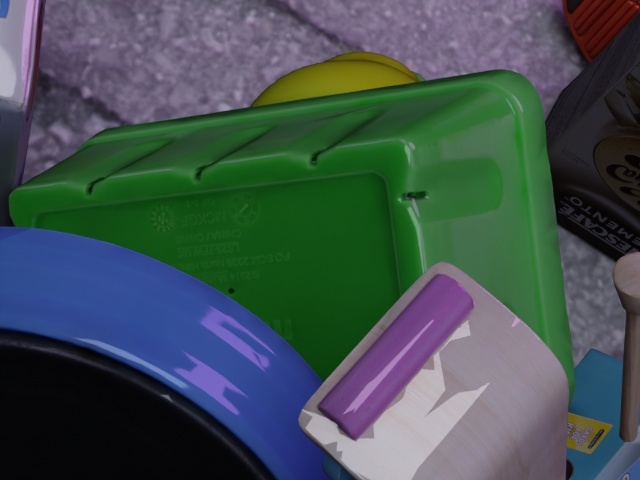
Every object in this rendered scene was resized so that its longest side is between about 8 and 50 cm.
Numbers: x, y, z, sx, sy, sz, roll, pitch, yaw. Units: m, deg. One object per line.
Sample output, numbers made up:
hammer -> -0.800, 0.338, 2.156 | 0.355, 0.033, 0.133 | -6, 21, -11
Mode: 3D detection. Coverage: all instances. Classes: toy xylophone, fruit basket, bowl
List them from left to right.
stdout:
bowl -> -0.165, 0.170, 0.956 | 0.391, 0.391, 0.077 | 26, 37, -4
fruit basket -> 0.000, 0.000, 1.100 | 0.392, 0.392, 0.282 | -8, 92, -14
toy xylophone -> 0.091, 0.126, 0.854 | 0.081, 0.322, 0.236 | 35, 61, 25

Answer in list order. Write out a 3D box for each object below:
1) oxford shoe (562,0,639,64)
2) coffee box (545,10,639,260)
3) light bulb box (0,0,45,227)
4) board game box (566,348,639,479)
oxford shoe -> 0.327, -0.151, 1.307 | 0.271, 0.097, 0.098 | 39, 51, -4
coffee box -> 0.286, -0.087, 1.159 | 0.168, 0.297, 0.118 | 31, 68, -2
light bulb box -> -0.366, -0.163, 1.008 | 0.361, 0.358, 0.225 | 8, 75, -11
board game box -> 0.152, 0.283, 1.065 | 0.336, 0.079, 0.253 | -46, 132, -19
